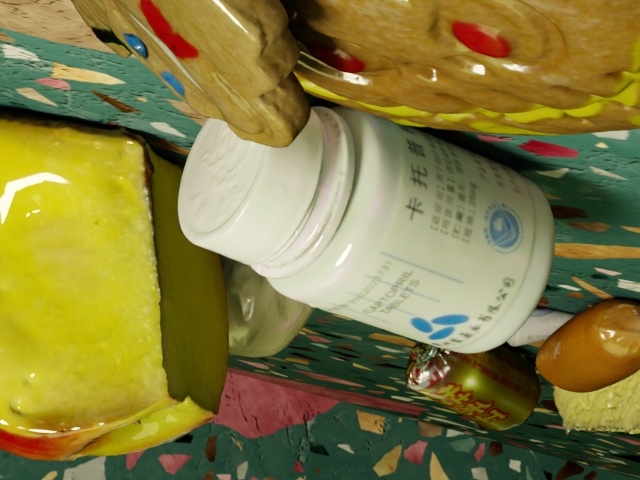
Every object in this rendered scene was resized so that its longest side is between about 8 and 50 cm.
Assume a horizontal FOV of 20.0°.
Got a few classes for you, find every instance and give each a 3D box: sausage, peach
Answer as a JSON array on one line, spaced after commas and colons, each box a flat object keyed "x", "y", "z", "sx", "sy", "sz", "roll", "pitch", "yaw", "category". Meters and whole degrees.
[{"x": 0.320, "y": 0.123, "z": 2.098, "sx": 0.098, "sy": 0.098, "sz": 0.238, "roll": 14, "pitch": 163, "yaw": -9, "category": "sausage"}, {"x": -0.264, "y": 0.037, "z": 1.812, "sx": 0.306, "sy": 0.380, "sz": 0.242, "roll": -15, "pitch": 164, "yaw": 6, "category": "peach"}, {"x": 0.202, "y": 0.178, "z": 2.490, "sx": 0.125, "sy": 0.117, "sz": 0.317, "roll": -28, "pitch": 154, "yaw": 17, "category": "sausage"}]

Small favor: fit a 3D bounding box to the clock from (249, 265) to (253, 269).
[{"x": 0.000, "y": 0.000, "z": 1.830, "sx": 0.144, "sy": 0.103, "sz": 0.231, "roll": 23, "pitch": 167, "yaw": -8, "category": "clock"}]

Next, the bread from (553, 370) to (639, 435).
[{"x": 0.404, "y": 0.177, "z": 2.218, "sx": 0.134, "sy": 0.129, "sz": 0.260, "roll": 6, "pitch": 172, "yaw": -29, "category": "bread"}]

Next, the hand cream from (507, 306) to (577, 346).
[{"x": 0.273, "y": 0.102, "z": 2.219, "sx": 0.142, "sy": 0.053, "sz": 0.084, "roll": -1, "pitch": 173, "yaw": -12, "category": "hand cream"}]

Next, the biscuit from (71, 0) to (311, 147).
[{"x": -0.096, "y": -0.138, "z": 1.159, "sx": 0.183, "sy": 0.047, "sz": 0.320, "roll": 55, "pitch": 166, "yaw": -28, "category": "biscuit"}]

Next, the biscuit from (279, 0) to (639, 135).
[{"x": 0.074, "y": -0.133, "z": 1.129, "sx": 0.350, "sy": 0.070, "sz": 0.394, "roll": 18, "pitch": 169, "yaw": -28, "category": "biscuit"}]

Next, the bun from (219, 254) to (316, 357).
[{"x": -0.090, "y": 0.028, "z": 1.986, "sx": 0.193, "sy": 0.178, "sz": 0.128, "roll": 34, "pitch": 130, "yaw": 7, "category": "bun"}]

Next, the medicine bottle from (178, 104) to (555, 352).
[{"x": 0.039, "y": -0.019, "z": 1.504, "sx": 0.293, "sy": 0.170, "sz": 0.170, "roll": 20, "pitch": 167, "yaw": -30, "category": "medicine bottle"}]
